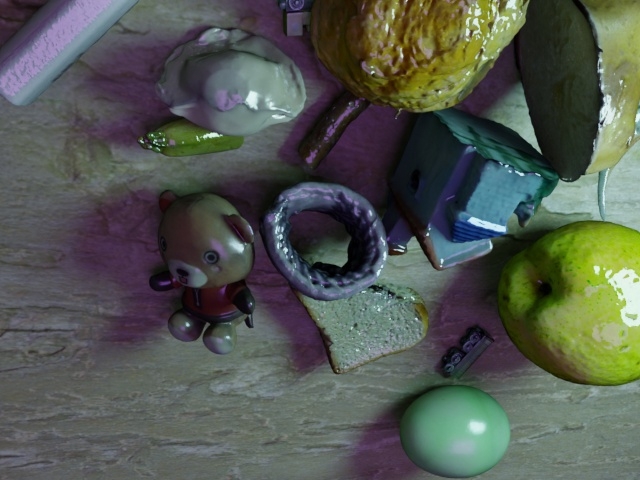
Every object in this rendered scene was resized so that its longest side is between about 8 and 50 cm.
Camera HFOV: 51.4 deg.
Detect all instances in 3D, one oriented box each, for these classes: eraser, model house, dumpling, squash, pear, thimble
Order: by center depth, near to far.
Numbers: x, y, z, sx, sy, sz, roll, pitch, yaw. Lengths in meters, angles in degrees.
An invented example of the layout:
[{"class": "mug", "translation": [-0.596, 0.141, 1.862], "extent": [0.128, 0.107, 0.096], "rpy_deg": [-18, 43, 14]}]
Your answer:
[{"class": "eraser", "translation": [-0.388, -0.337, 1.030], "extent": [0.270, 0.174, 0.095], "rpy_deg": [-42, 119, 8]}, {"class": "dumpling", "translation": [-0.150, -0.279, 1.153], "extent": [0.258, 0.193, 0.147], "rpy_deg": [7, 160, -10]}, {"class": "squash", "translation": [-0.243, -0.192, 1.207], "extent": [0.200, 0.075, 0.090], "rpy_deg": [-14, 142, -32]}, {"class": "thimble", "translation": [0.000, 0.000, 1.282], "extent": [0.245, 0.157, 0.217], "rpy_deg": [32, 82, -6]}, {"class": "model house", "translation": [0.255, -0.061, 1.290], "extent": [0.252, 0.295, 0.329], "rpy_deg": [16, 118, -26]}, {"class": "pear", "translation": [0.567, 0.134, 1.437], "extent": [0.391, 0.391, 0.391], "rpy_deg": [-6, 118, -12]}]

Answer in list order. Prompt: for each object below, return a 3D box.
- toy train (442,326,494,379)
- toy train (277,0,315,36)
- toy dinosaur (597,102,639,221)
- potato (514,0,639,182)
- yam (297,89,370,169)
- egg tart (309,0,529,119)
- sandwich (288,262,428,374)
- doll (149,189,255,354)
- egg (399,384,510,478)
[{"class": "toy train", "translation": [0.358, 0.277, 1.637], "extent": [0.071, 0.038, 0.148], "rpy_deg": [32, 106, -27]}, {"class": "toy train", "translation": [-0.015, -0.402, 1.172], "extent": [0.122, 0.050, 0.081], "rpy_deg": [-6, 123, -13]}, {"class": "toy dinosaur", "translation": [0.596, -0.238, 1.348], "extent": [0.205, 0.092, 0.393], "rpy_deg": [1, 86, 1]}, {"class": "potato", "translation": [0.548, -0.336, 1.200], "extent": [0.296, 0.290, 0.397], "rpy_deg": [-13, 78, -6]}, {"class": "yam", "translation": [0.045, -0.245, 1.264], "extent": [0.061, 0.061, 0.253], "rpy_deg": [33, 105, -27]}, {"class": "egg tart", "translation": [0.153, -0.350, 1.096], "extent": [0.351, 0.153, 0.339], "rpy_deg": [12, 125, 3]}, {"class": "sandwich", "translation": [0.090, 0.140, 1.456], "extent": [0.254, 0.099, 0.288], "rpy_deg": [-24, 120, 6]}, {"class": "doll", "translation": [-0.209, 0.059, 1.290], "extent": [0.174, 0.235, 0.330], "rpy_deg": [-42, 142, -43]}, {"class": "egg", "translation": [0.326, 0.464, 1.622], "extent": [0.270, 0.220, 0.220], "rpy_deg": [2, 117, -7]}]
